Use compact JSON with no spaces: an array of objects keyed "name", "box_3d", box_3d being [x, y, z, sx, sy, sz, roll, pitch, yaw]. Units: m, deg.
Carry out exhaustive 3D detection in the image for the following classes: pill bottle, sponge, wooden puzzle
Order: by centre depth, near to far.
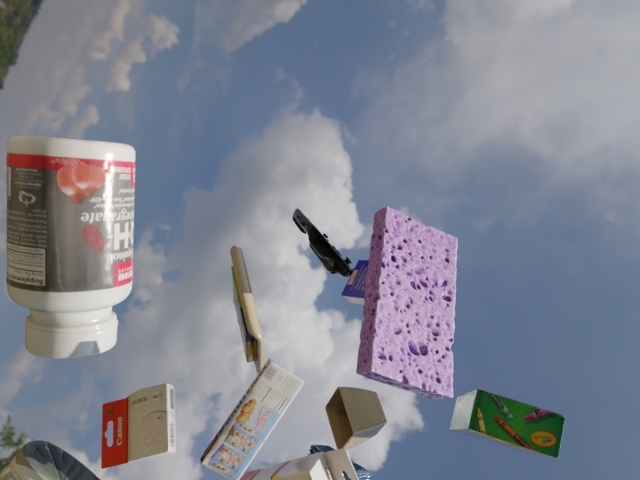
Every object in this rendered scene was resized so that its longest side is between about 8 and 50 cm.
[{"name":"sponge","box_3d":[0.107,0.069,0.621,0.031,0.117,0.210,-35,-142,52]},{"name":"pill bottle","box_3d":[-0.378,0.006,0.804,0.176,0.176,0.319,13,-78,52]},{"name":"wooden puzzle","box_3d":[-0.159,0.161,1.129,0.044,0.239,0.221,-13,-125,-10]}]

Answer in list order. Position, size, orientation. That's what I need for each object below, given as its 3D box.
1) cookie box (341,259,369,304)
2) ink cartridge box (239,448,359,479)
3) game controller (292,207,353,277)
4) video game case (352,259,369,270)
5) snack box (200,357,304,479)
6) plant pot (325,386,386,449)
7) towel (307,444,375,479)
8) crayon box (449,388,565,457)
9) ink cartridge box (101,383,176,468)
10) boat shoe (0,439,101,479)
[{"name":"cookie box","box_3d":[0.107,0.086,1.069,0.107,0.040,0.092,1,-126,49]},{"name":"ink cartridge box","box_3d":[-0.033,0.416,0.838,0.198,0.067,0.115,-24,-92,21]},{"name":"game controller","box_3d":[0.000,0.000,1.448,0.067,0.166,0.319,-33,-161,-3]},{"name":"video game case","box_3d":[0.187,0.181,1.460,0.274,0.026,0.196,63,-22,5]},{"name":"snack box","box_3d":[-0.101,0.267,0.782,0.178,0.064,0.022,-55,-164,-6]},{"name":"plant pot","box_3d":[0.083,0.391,1.169,0.109,0.096,0.109,112,-33,-44]},{"name":"towel","box_3d":[0.036,0.390,0.909,0.119,0.067,0.029,14,-95,46]},{"name":"crayon box","box_3d":[0.377,0.384,1.102,0.165,0.278,0.081,15,-107,11]},{"name":"ink cartridge box","box_3d":[-0.524,0.523,1.483,0.232,0.066,0.189,-13,-119,3]},{"name":"boat shoe","box_3d":[-0.351,0.441,0.796,0.103,0.320,0.118,-48,-172,-5]}]
